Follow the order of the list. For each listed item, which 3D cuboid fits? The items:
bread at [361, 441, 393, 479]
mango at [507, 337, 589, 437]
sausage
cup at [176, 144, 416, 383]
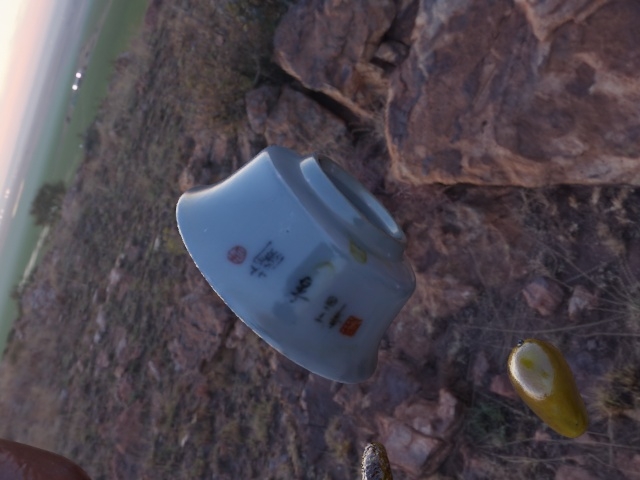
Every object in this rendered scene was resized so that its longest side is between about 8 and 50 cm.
[{"bbox_3d":[0.111,0.483,1.173,0.193,0.063,0.193,-8,-90,-87],"label":"bread"},{"bbox_3d":[0.357,0.229,0.972,0.090,0.178,0.115,-36,25,4],"label":"mango"},{"bbox_3d":[-0.275,0.191,0.487,0.077,0.194,0.077,-161,90,-80],"label":"sausage"},{"bbox_3d":[0.000,0.000,0.811,0.163,0.347,0.347,-46,36,14],"label":"cup"}]
